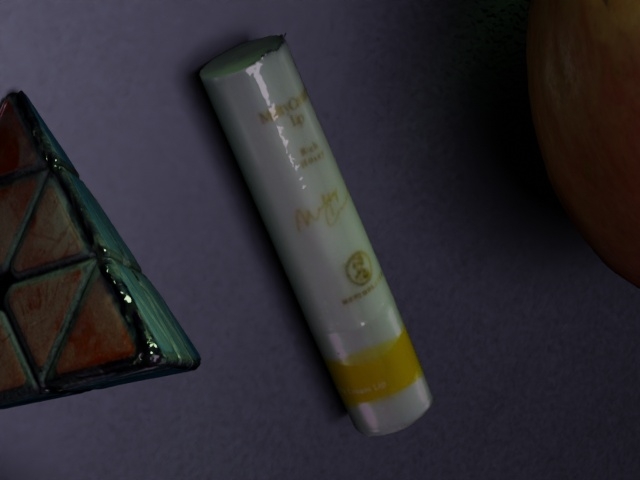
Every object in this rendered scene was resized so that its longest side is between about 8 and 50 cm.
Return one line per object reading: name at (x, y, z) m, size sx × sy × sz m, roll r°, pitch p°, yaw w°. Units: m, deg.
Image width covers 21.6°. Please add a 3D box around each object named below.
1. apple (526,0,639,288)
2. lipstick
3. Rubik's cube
apple at (0.300, -0.142, 1.029) m, size 0.364 × 0.364 × 0.364 m, roll -6°, pitch 103°, yaw -30°
lipstick at (0.000, 0.000, 1.042) m, size 0.059 × 0.059 × 0.264 m, roll -33°, pitch 114°, yaw -22°
Rubik's cube at (-0.124, 0.023, 0.974) m, size 0.178 × 0.211 × 0.190 m, roll 25°, pitch 60°, yaw -54°
